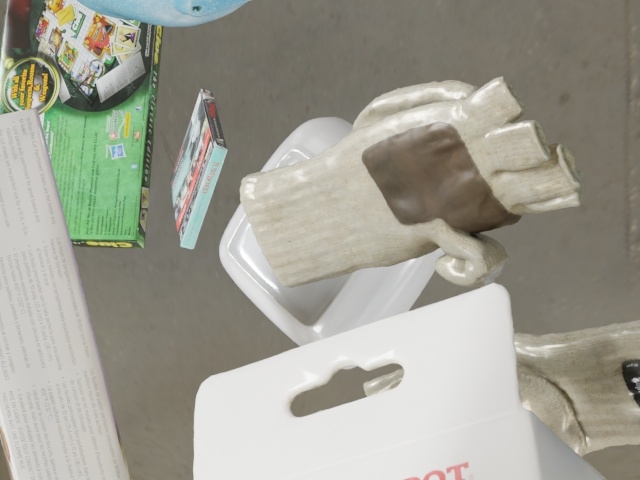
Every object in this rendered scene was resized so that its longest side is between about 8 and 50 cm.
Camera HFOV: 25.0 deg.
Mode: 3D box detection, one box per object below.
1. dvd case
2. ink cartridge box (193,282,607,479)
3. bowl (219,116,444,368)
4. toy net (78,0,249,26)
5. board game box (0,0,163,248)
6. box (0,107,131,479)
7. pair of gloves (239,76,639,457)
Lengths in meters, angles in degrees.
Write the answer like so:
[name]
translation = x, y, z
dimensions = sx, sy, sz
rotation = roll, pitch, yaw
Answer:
[dvd case]
translation = -0.095, -0.058, 1.117
dimensions = 0.013, 0.119, 0.087
rotation = 14, 113, -18
[ink cartridge box]
translation = 0.046, 0.218, 0.706
dimensions = 0.207, 0.119, 0.353
rotation = -20, 53, 24
[bowl]
translation = 0.000, 0.000, 0.962
dimensions = 0.142, 0.053, 0.142
rotation = 43, 109, 26
[toy net]
translation = 0.009, -0.143, 0.301
dimensions = 0.232, 0.122, 0.045
rotation = -48, 55, 11
[board game box]
translation = -0.203, -0.122, 1.205
dimensions = 0.136, 0.030, 0.259
rotation = 2, 76, 6
[box]
translation = -0.158, 0.088, 0.834
dimensions = 0.067, 0.063, 0.324
rotation = -15, 93, -17
[pair of gloves]
translation = 0.083, 0.028, 0.807
dimensions = 0.240, 0.204, 0.042
rotation = 57, 40, -9
